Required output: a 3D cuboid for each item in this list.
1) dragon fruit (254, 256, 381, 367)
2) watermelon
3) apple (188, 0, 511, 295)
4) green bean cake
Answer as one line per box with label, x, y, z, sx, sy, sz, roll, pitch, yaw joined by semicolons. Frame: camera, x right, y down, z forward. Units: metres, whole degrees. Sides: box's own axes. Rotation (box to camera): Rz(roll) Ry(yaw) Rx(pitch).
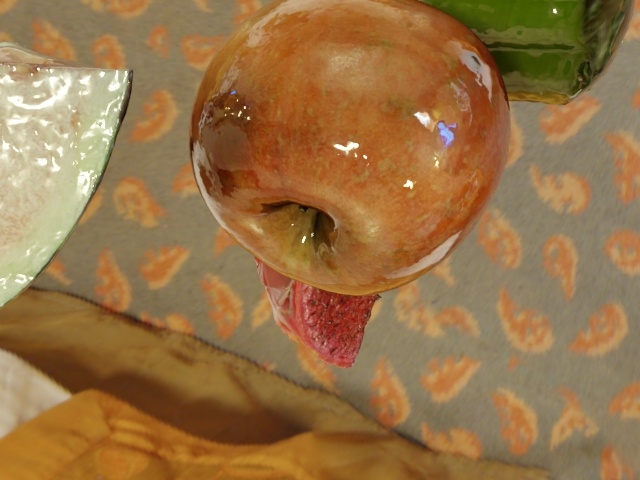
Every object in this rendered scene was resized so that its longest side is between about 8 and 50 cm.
dragon fruit;0.000;0.000;1.255;0.163;0.189;0.262;23;104;15
watermelon;-0.248;-0.050;0.677;0.256;0.260;0.176;-41;112;-8
apple;0.027;-0.087;0.900;0.253;0.253;0.254;3;100;16
green bean cake;0.221;-0.325;1.097;0.218;0.335;0.319;7;133;20
